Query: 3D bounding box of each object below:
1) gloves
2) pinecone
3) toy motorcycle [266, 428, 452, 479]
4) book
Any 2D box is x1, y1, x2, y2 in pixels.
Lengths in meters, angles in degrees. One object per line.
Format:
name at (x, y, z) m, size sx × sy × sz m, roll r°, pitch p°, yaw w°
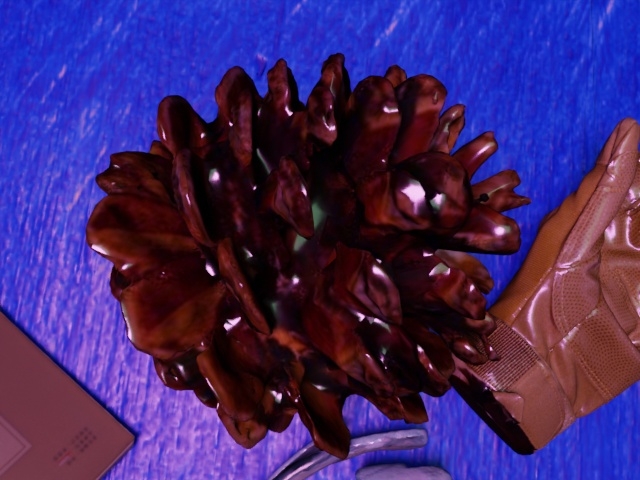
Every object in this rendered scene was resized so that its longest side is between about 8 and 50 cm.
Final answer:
gloves at (0.245, 0.029, 0.492) m, size 0.331 × 0.141 × 0.154 m, roll -46°, pitch 60°, yaw 1°
pinecone at (0.003, -0.003, 0.430) m, size 0.296 × 0.242 × 0.298 m, roll -16°, pitch 66°, yaw -5°
toy motorcycle at (0.023, 0.264, 0.449) m, size 0.260 × 0.154 × 0.206 m, roll -37°, pitch 61°, yaw -15°
book at (-0.337, 0.136, 0.463) m, size 0.310 × 0.021 × 0.217 m, roll 42°, pitch 56°, yaw 4°
